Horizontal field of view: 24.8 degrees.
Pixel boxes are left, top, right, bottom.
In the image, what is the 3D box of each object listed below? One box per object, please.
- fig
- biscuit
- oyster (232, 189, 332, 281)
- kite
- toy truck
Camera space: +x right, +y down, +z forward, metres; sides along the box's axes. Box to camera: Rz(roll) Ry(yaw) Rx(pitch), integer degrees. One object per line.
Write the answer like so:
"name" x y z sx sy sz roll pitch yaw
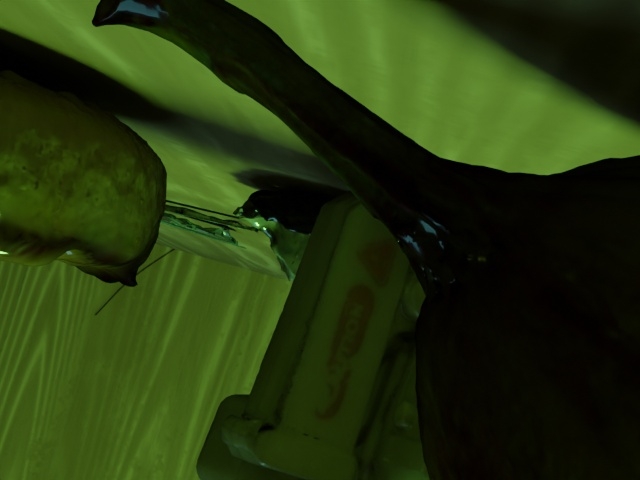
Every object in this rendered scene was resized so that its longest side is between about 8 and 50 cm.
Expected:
"fig" 0.070 0.042 0.379 0.290 0.190 0.190 15 176 1
"biscuit" -0.217 -0.052 0.708 0.296 0.102 0.296 12 175 1
"oyster" -0.004 -0.001 0.942 0.105 0.056 0.177 28 174 -9
"kite" -0.204 -0.045 1.455 0.368 0.014 0.406 13 175 30
"toy truck" 0.039 0.175 0.785 0.254 0.405 0.181 28 172 -23
